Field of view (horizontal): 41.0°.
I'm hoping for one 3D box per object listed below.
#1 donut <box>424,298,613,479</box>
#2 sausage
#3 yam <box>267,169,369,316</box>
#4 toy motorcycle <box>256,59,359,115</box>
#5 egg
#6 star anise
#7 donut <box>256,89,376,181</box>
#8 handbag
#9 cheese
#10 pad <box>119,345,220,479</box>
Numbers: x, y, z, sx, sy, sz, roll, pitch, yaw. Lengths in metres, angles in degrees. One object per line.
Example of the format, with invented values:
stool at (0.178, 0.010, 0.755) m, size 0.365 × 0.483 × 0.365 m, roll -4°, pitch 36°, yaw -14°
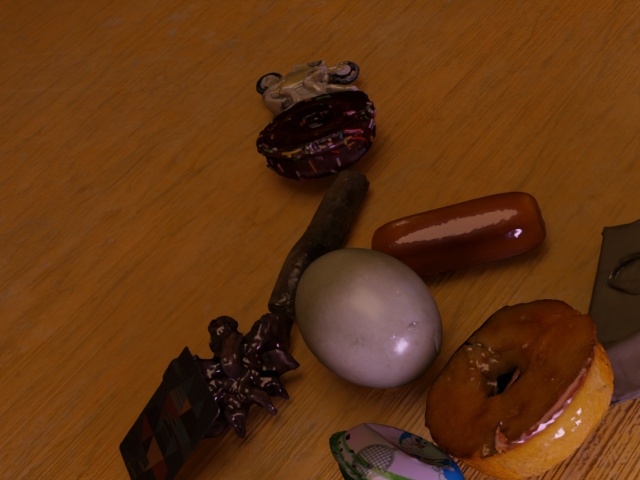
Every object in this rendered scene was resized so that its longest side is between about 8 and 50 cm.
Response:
donut at (0.250, 0.185, 1.086) m, size 0.253 × 0.118 × 0.253 m, roll -40°, pitch 24°, yaw 22°
sausage at (0.213, -0.006, 1.344) m, size 0.274 × 0.105 × 0.105 m, roll -13°, pitch 46°, yaw 9°
yam at (0.000, 0.000, 1.443) m, size 0.071 × 0.067 × 0.317 m, roll -3°, pitch 45°, yaw 38°
toy motorcycle at (-0.031, -0.301, 1.733) m, size 0.228 × 0.074 × 0.151 m, roll -3°, pitch 51°, yaw 17°
egg at (0.065, 0.108, 1.233) m, size 0.186 × 0.187 × 0.253 m, roll -43°, pitch 48°, yaw -19°
star anise at (-0.139, 0.194, 1.299) m, size 0.214 × 0.099 × 0.220 m, roll -8°, pitch 47°, yaw 9°
donut at (-0.001, -0.190, 1.584) m, size 0.234 × 0.089 × 0.235 m, roll -15°, pitch 31°, yaw 9°
handbag at (0.456, 0.068, 1.123) m, size 0.253 × 0.109 × 0.316 m, roll -26°, pitch 30°, yaw 47°
cheese at (0.107, 0.298, 1.018) m, size 0.320 × 0.203 × 0.083 m, roll -116°, pitch 49°, yaw -80°
pad at (-0.223, 0.274, 1.238) m, size 0.211 × 0.003 × 0.143 m, roll -56°, pitch 43°, yaw 17°
